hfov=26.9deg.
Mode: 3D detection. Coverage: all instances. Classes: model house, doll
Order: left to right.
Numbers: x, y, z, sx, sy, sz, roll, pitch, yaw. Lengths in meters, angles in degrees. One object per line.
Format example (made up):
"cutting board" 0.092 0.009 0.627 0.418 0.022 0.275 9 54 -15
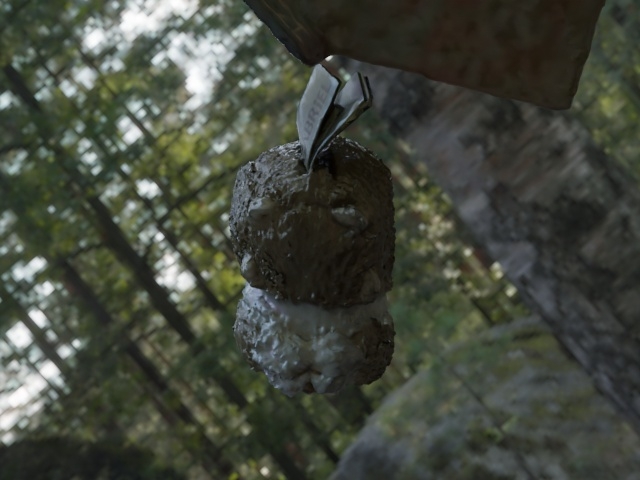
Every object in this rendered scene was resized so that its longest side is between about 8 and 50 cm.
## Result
"doll" -0.006 -0.004 0.834 0.105 0.221 0.115 2 27 15
"model house" 0.061 -0.273 0.850 0.245 0.280 0.312 -75 -3 -51
